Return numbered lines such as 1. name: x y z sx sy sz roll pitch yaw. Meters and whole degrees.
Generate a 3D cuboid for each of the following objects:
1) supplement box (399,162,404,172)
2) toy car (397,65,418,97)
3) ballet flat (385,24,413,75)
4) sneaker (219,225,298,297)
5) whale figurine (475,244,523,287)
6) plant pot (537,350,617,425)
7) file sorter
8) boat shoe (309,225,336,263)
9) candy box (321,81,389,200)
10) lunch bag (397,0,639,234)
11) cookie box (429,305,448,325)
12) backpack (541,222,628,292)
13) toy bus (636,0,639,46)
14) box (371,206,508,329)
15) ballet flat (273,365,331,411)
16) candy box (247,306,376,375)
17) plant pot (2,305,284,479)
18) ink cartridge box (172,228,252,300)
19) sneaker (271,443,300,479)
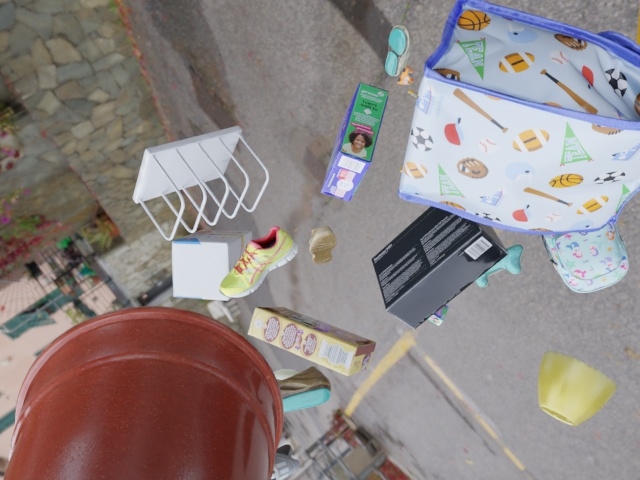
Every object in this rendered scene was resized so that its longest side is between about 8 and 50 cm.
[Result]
1. supplement box: 0.371 -0.232 1.739 0.194 0.191 0.129 36 158 -15
2. toy car: 0.277 -0.471 1.799 0.040 0.060 0.122 46 -164 31
3. ballet flat: 0.180 -0.432 1.342 0.057 0.052 0.168 50 166 10
4. sneaker: -0.153 0.042 1.365 0.081 0.208 0.094 36 161 44
5. whale figurine: 0.573 0.057 2.126 0.141 0.217 0.272 11 176 -44
6. plant pot: 0.450 0.277 1.091 0.134 0.095 0.134 30 167 8
7. file sorter: -0.301 -0.143 1.544 0.173 0.277 0.193 53 139 17
8. boat shoe: 0.000 0.000 1.366 0.170 0.062 0.059 101 159 -67
9. candy box: 0.118 -0.341 2.103 0.122 0.317 0.268 18 153 -6
10. lunch bag: 0.357 -0.180 1.005 0.385 0.239 0.328 20 152 12
11. cookie box: 0.421 0.259 2.275 0.107 0.092 0.040 31 129 5
12. backpack: 0.846 0.036 1.912 0.254 0.225 0.191 65 -165 -11
13. toy bus: 0.628 -0.388 1.051 0.130 0.108 0.333 8 157 28
14. box: 0.247 0.035 1.299 0.103 0.261 0.184 34 -155 -29
15. ballet flat: -0.142 0.414 1.616 0.124 0.342 0.116 -121 21 -47
16. candy box: -0.013 0.162 0.995 0.186 0.053 0.109 17 -179 22
17. plant pot: -0.155 0.236 0.508 0.273 0.272 0.265 61 -178 -22
18. ink cartridge box: -0.314 0.065 1.795 0.232 0.171 0.168 -41 -48 -75
19. sneaker: -0.131 0.476 1.284 0.228 0.132 0.086 -6 88 46
